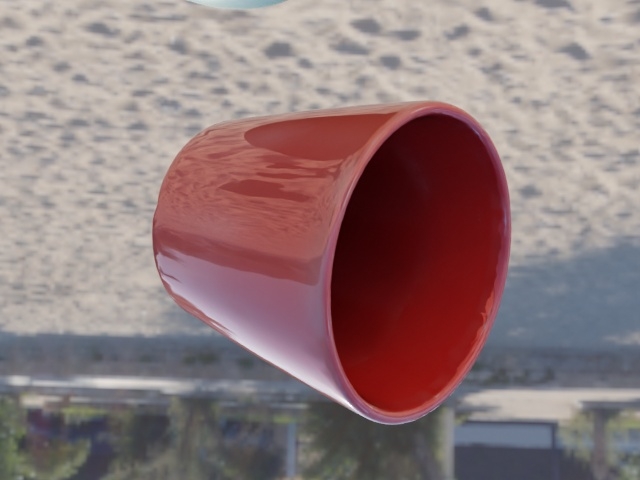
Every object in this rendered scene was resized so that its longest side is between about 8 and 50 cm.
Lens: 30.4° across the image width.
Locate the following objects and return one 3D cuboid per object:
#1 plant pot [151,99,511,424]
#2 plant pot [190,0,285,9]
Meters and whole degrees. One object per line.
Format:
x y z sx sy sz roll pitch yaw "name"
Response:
0.000 0.000 1.056 0.243 0.275 0.275 14 180 40 "plant pot"
-0.126 -0.358 1.097 0.290 0.290 0.195 -4 -170 31 "plant pot"
